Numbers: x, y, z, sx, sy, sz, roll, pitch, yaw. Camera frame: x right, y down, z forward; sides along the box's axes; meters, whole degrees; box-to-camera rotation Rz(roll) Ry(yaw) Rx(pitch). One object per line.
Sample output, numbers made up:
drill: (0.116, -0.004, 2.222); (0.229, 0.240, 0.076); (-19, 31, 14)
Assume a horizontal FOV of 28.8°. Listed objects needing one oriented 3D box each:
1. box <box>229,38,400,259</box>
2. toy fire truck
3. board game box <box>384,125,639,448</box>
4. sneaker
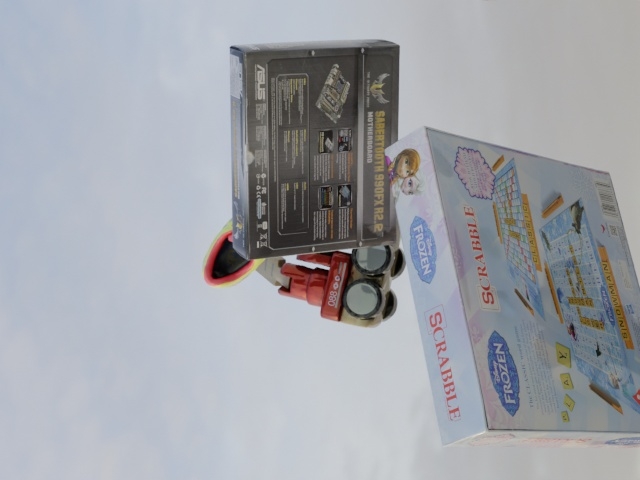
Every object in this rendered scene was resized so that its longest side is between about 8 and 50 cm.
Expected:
box: (-0.006, -0.102, 1.373); (0.056, 0.183, 0.231); (-147, 53, -63)
toy fire truck: (0.000, 0.000, 1.786); (0.158, 0.246, 0.217); (19, -97, -75)
board game box: (0.225, 0.058, 1.313); (0.318, 0.066, 0.319); (10, -118, -41)
sneaker: (-0.077, -0.014, 1.570); (0.208, 0.081, 0.094); (-53, -1, 12)
